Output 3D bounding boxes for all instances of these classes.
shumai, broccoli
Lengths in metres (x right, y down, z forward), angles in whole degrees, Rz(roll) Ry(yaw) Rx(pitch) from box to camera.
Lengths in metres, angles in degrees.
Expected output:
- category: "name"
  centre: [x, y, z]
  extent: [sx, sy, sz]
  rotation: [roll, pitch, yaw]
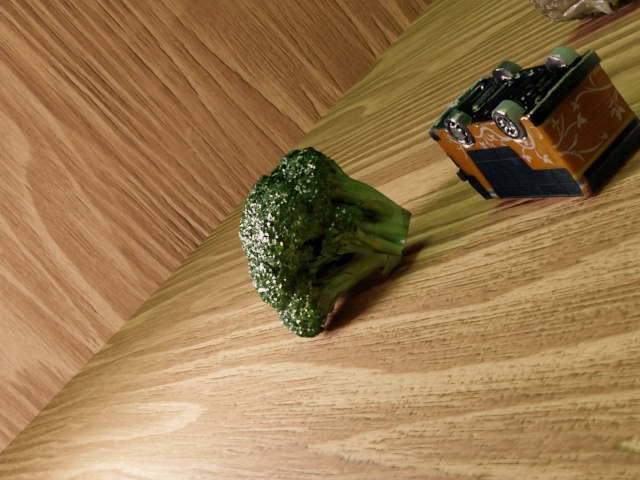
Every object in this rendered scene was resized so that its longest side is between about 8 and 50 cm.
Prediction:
- category: "shumai"
  centre: [0.514, -0.481, 1.862]
  extent: [0.256, 0.189, 0.218]
  rotation: [-28, 30, -5]
- category: "broccoli"
  centre: [0.000, 0.000, 1.620]
  extent: [0.308, 0.275, 0.308]
  rotation: [8, -90, -81]

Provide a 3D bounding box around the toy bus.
- category: "toy bus"
  centre: [0.281, -0.146, 1.372]
  extent: [0.138, 0.167, 0.275]
  rotation: [-46, 17, -15]
